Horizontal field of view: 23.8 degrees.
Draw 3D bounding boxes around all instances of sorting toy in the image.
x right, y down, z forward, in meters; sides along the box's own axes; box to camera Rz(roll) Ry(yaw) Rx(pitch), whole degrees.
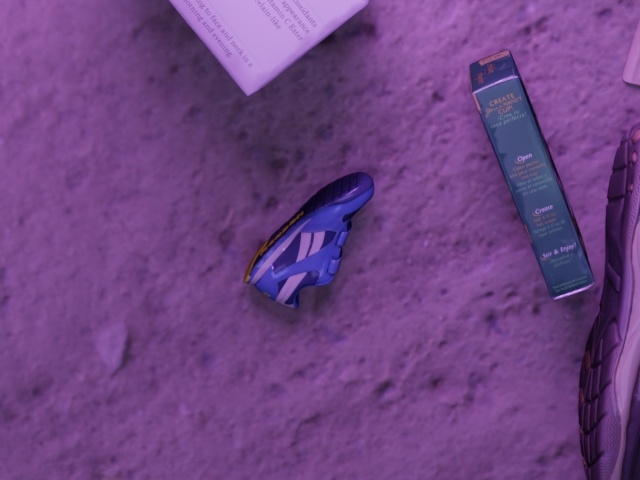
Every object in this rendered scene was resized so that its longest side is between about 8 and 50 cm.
[{"bbox_3d":[0.288,-0.163,1.245,0.062,0.012,0.083,13,107,-2],"label":"sorting toy"}]

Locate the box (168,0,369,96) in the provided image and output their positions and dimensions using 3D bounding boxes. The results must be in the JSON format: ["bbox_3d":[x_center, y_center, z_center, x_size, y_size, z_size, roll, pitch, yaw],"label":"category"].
[{"bbox_3d":[-0.058,-0.228,1.147,0.119,0.182,0.181,-36,103,14],"label":"box"}]

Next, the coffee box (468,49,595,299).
[{"bbox_3d":[0.170,-0.056,1.231,0.040,0.113,0.184,-20,107,11],"label":"coffee box"}]

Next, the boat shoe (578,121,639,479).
[{"bbox_3d":[0.295,0.078,1.259,0.130,0.132,0.355,5,108,0],"label":"boat shoe"}]

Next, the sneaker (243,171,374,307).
[{"bbox_3d":[0.000,0.000,1.285,0.059,0.053,0.144,43,112,-10],"label":"sneaker"}]
